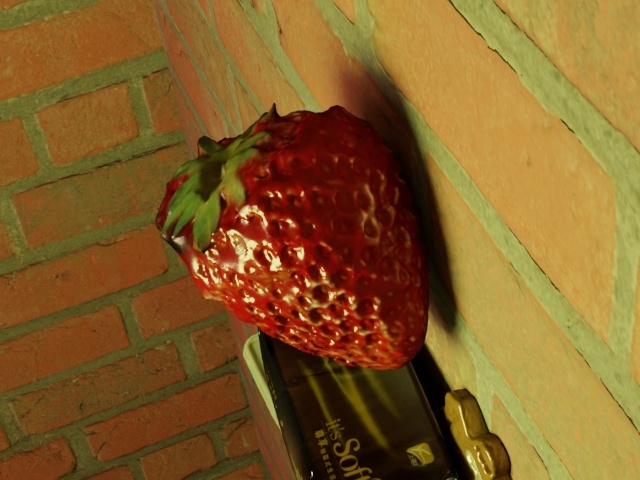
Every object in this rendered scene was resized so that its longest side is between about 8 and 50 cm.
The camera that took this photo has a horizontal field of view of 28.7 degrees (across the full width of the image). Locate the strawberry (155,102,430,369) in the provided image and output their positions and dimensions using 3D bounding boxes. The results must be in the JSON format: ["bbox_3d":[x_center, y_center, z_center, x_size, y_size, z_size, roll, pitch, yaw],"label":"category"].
[{"bbox_3d":[-0.005,-0.013,1.473,0.310,0.292,0.292,26,-166,-30],"label":"strawberry"}]

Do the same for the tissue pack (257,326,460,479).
[{"bbox_3d":[0.047,0.247,1.673,0.210,0.198,0.370,72,177,-50],"label":"tissue pack"}]

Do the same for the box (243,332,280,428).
[{"bbox_3d":[0.020,0.252,1.952,0.294,0.193,0.167,57,171,48],"label":"box"}]

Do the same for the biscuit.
[{"bbox_3d":[0.205,0.304,1.523,0.184,0.035,0.249,99,149,-68],"label":"biscuit"}]
